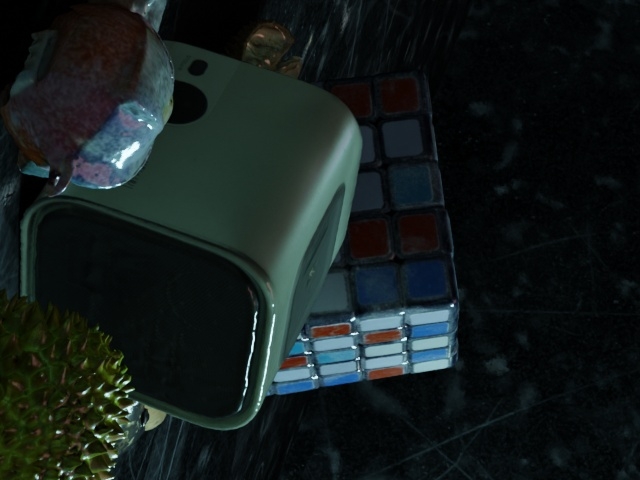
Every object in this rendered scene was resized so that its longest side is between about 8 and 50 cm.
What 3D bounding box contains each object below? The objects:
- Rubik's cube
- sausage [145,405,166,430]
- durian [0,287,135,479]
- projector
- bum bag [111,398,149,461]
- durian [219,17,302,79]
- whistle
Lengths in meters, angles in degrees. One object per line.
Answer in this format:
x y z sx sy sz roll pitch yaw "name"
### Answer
0.000 0.000 2.168 0.287 0.293 0.292 81 3 -71 "Rubik's cube"
-0.211 0.140 2.182 0.301 0.065 0.066 90 20 -60 "sausage"
-0.254 0.162 1.626 0.200 0.176 0.237 148 -48 -72 "durian"
-0.122 -0.006 1.796 0.248 0.248 0.249 100 12 -46 "projector"
-0.233 0.190 2.113 0.102 0.069 0.248 -54 170 -36 "bum bag"
-0.084 -0.195 2.212 0.110 0.071 0.140 58 44 -31 "durian"
-0.175 -0.169 1.559 0.142 0.133 0.346 123 -17 -50 "whistle"
